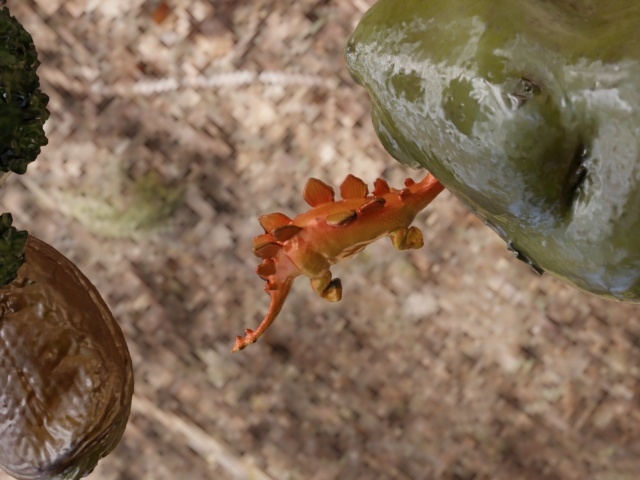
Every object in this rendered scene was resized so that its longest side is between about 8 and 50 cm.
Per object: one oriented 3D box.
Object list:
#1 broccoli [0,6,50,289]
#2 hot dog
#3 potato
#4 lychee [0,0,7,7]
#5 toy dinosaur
[{"bbox_3d":[-0.323,-0.065,1.276,0.235,0.260,0.288,-15,115,40],"label":"broccoli"},{"bbox_3d":[-0.303,0.125,1.897,0.272,0.196,0.122,52,-177,9],"label":"hot dog"},{"bbox_3d":[0.175,-0.089,1.301,0.351,0.202,0.218,19,138,26],"label":"potato"},{"bbox_3d":[-0.234,-0.147,0.885,0.165,0.197,0.165,32,156,16],"label":"lychee"},{"bbox_3d":[0.000,0.000,1.624,0.288,0.070,0.117,-35,137,20],"label":"toy dinosaur"}]
